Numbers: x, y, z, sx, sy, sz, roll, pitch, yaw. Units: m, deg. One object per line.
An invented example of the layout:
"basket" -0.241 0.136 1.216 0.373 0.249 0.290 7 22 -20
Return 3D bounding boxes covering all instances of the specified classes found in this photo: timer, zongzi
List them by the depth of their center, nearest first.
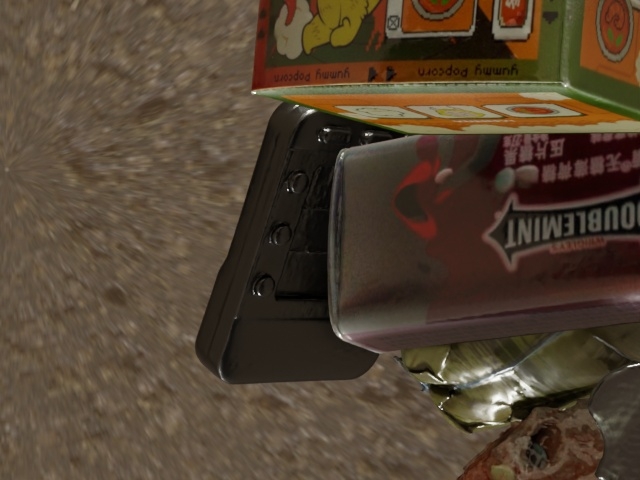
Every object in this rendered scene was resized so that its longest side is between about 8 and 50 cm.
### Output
"timer" 0.000 0.000 1.187 0.144 0.055 0.187 3 113 -43
"zongzi" 0.212 0.076 1.217 0.274 0.125 0.251 43 111 -16

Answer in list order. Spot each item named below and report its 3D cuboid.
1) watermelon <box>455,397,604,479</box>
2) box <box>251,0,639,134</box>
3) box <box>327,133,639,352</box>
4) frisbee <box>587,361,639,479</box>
"watermelon" 0.129 0.200 0.994 0.192 0.140 0.257 17 113 -26
"box" 0.079 -0.155 0.883 0.148 0.177 0.195 10 84 -52
"box" 0.113 -0.009 0.998 0.069 0.224 0.120 24 65 -51
"frisbee" 0.125 0.168 0.831 0.187 0.012 0.211 -27 109 -2
